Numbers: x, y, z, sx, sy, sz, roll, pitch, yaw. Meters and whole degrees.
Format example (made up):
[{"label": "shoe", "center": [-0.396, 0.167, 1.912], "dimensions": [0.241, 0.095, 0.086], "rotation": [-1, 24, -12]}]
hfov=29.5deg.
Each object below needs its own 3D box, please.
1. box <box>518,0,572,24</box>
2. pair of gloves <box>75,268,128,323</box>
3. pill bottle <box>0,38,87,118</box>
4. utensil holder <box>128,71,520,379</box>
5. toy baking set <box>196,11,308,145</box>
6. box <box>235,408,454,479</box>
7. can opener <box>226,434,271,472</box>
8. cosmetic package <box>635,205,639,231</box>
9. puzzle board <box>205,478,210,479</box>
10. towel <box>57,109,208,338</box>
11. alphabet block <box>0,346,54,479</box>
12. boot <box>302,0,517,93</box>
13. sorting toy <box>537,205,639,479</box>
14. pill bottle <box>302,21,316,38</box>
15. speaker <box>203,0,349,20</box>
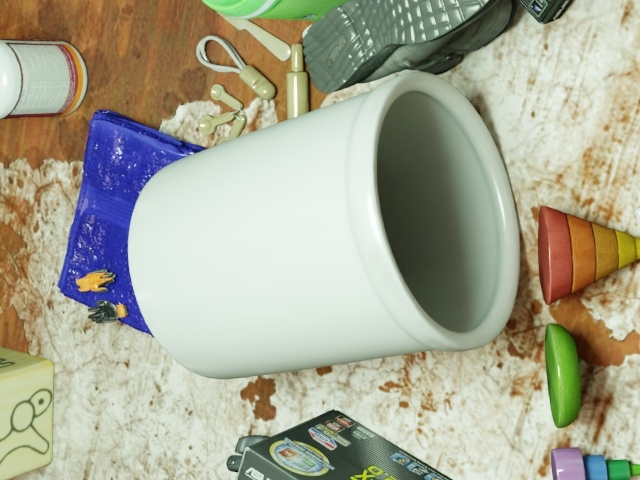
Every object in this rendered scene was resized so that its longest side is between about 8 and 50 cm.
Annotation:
[{"label": "box", "center": [0.255, -0.384, 1.422], "dimensions": [0.190, 0.045, 0.184], "rotation": [51, 140, 16]}, {"label": "pair of gloves", "center": [-0.330, 0.085, 1.836], "dimensions": [0.074, 0.010, 0.083], "rotation": [-15, 97, 29]}, {"label": "pill bottle", "center": [-0.468, -0.244, 1.832], "dimensions": [0.121, 0.221, 0.121], "rotation": [5, 100, 33]}, {"label": "utensil holder", "center": [0.000, 0.000, 1.506], "dimensions": [0.385, 0.328, 0.327], "rotation": [-13, 90, 34]}, {"label": "toy baking set", "center": [-0.098, -0.214, 1.712], "dimensions": [0.197, 0.030, 0.256], "rotation": [9, 102, 32]}, {"label": "box", "center": [0.059, 0.330, 1.579], "dimensions": [0.270, 0.216, 0.060], "rotation": [28, 111, 28]}, {"label": "can opener", "center": [-0.051, 0.322, 1.737], "dimensions": [0.186, 0.059, 0.073], "rotation": [3, 83, 30]}, {"label": "cosmetic package", "center": [0.445, 0.058, 1.370], "dimensions": [0.117, 0.085, 0.231], "rotation": [-12, 92, 34]}, {"label": "puzzle board", "center": [-0.151, 0.421, 1.822], "dimensions": [0.096, 0.011, 0.128], "rotation": [46, 143, 18]}, {"label": "towel", "center": [-0.291, -0.024, 1.837], "dimensions": [0.228, 0.076, 0.308], "rotation": [22, 108, 29]}, {"label": "alphabet block", "center": [-0.574, 0.287, 1.994], "dimensions": [0.193, 0.197, 0.192], "rotation": [12, 102, 31]}, {"label": "boot", "center": [0.149, -0.273, 1.396], "dimensions": [0.338, 0.223, 0.118], "rotation": [-18, 87, 55]}, {"label": "sorting toy", "center": [0.335, 0.135, 1.461], "dimensions": [0.126, 0.127, 0.365], "rotation": [-5, 98, 4]}, {"label": "pill bottle", "center": [0.012, -0.251, 1.627], "dimensions": [0.043, 0.043, 0.083], "rotation": [-32, 79, 32]}, {"label": "speaker", "center": [-0.029, -0.330, 1.490], "dimensions": [0.131, 0.296, 0.131], "rotation": [5, 100, 32]}]
